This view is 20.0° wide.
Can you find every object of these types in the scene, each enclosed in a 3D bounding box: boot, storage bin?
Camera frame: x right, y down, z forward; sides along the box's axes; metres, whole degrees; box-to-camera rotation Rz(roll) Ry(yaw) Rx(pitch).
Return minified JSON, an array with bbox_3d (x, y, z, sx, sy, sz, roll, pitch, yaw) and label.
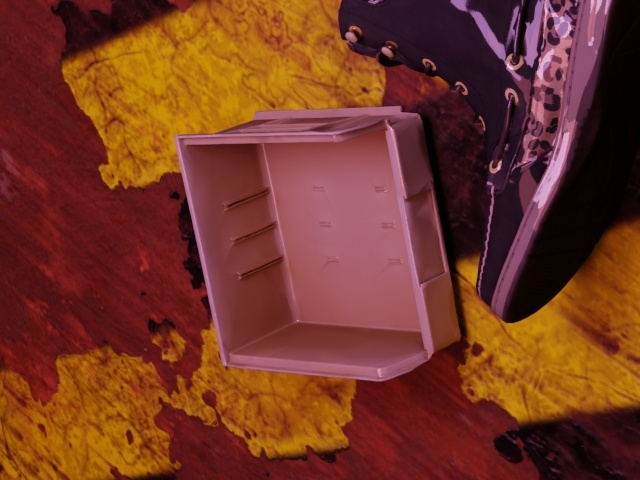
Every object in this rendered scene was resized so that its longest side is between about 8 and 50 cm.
[{"bbox_3d":[0.150,-0.141,1.701,0.284,0.138,0.377,30,122,31],"label":"boot"},{"bbox_3d":[0.000,0.000,1.921,0.260,0.123,0.262,2,108,44],"label":"storage bin"}]
